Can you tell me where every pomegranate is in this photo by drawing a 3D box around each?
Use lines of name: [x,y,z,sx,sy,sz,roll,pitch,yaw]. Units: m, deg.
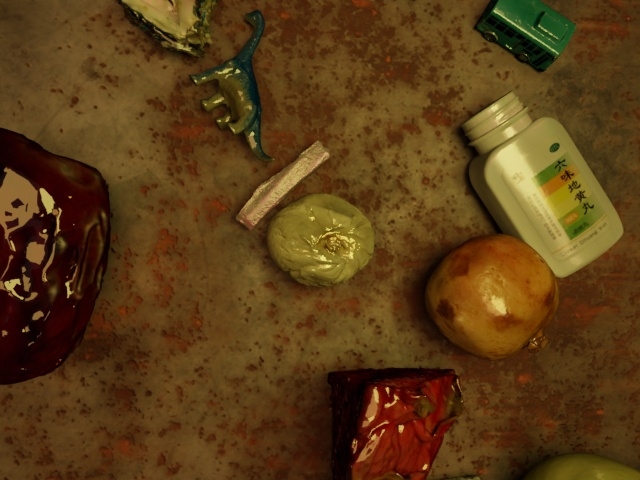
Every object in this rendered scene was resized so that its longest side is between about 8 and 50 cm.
pomegranate: [0.290,0.101,0.864,0.215,0.215,0.215,0,89,-6]

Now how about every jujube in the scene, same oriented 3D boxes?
jujube: [-0.457,0.020,0.779,0.258,0.258,0.376,5,101,-6]

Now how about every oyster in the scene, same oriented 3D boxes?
oyster: [-0.254,-0.444,0.882,0.198,0.092,0.259,-25,83,-6]

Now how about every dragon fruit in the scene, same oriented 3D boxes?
dragon fruit: [0.131,0.317,0.766,0.228,0.329,0.286,4,69,-5]

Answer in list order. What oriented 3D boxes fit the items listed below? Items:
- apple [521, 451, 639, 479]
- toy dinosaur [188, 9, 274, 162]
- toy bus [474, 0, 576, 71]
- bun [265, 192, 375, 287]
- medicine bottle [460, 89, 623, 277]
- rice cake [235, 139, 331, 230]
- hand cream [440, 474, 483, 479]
apple: [0.448,0.515,0.870,0.258,0.233,0.295,30,75,-24]
toy dinosaur: [-0.112,-0.266,0.904,0.188,0.075,0.247,-38,87,-13]
toy bus: [0.379,-0.389,0.942,0.160,0.092,0.079,32,87,-5]
bun: [0.000,0.000,0.888,0.188,0.111,0.164,27,84,-2]
medicine bottle: [0.383,-0.104,0.926,0.179,0.124,0.324,-33,91,-6]
rice cake: [-0.066,-0.098,0.919,0.207,0.036,0.047,-41,84,-5]
hand cream: [0.196,0.467,0.925,0.235,0.086,0.055,-6,106,-10]
